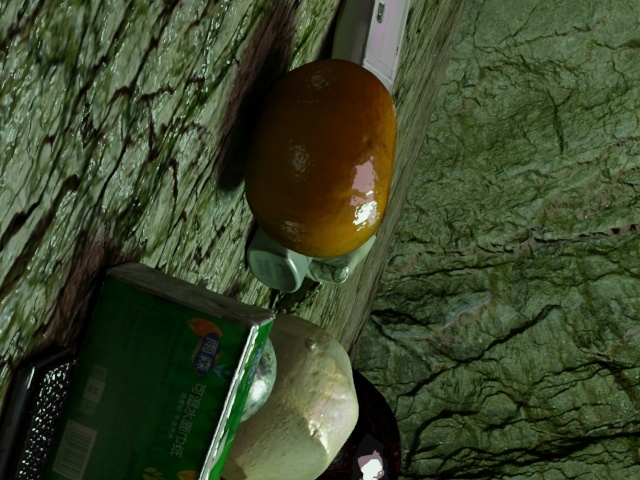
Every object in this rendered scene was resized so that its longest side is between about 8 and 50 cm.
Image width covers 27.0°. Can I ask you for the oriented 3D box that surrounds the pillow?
[{"bbox_3d":[0.000,0.000,1.950,0.078,0.134,0.181,-68,171,25],"label":"pillow"}]

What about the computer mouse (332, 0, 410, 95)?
[{"bbox_3d":[0.069,-0.276,1.820,0.126,0.056,0.245,25,75,-57],"label":"computer mouse"}]

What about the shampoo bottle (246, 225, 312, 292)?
[{"bbox_3d":[0.000,-0.110,1.849,0.134,0.078,0.359,76,34,-58],"label":"shampoo bottle"}]

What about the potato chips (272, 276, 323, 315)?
[{"bbox_3d":[-0.008,0.021,2.131,0.202,0.029,0.220,-46,-157,46],"label":"potato chips"}]

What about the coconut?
[{"bbox_3d":[-0.063,0.223,1.788,0.197,0.237,0.237,-23,-146,49],"label":"coconut"}]

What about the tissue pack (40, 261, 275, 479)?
[{"bbox_3d":[-0.143,0.139,1.235,0.156,0.148,0.209,-26,135,-79],"label":"tissue pack"}]

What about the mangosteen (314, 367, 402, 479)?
[{"bbox_3d":[-0.024,0.340,2.208,0.297,0.313,0.297,180,-90,-66],"label":"mangosteen"}]

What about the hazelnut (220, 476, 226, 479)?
[{"bbox_3d":[-0.144,0.393,1.903,0.150,0.150,0.150,20,90,-82],"label":"hazelnut"}]

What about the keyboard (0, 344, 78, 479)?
[{"bbox_3d":[-0.251,0.196,1.098,0.093,0.025,0.230,-31,141,-74],"label":"keyboard"}]

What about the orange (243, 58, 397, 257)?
[{"bbox_3d":[-0.001,-0.092,1.534,0.240,0.171,0.240,7,90,-85],"label":"orange"}]

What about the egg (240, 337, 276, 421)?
[{"bbox_3d":[-0.115,0.140,1.494,0.172,0.132,0.132,-103,-148,-84],"label":"egg"}]
